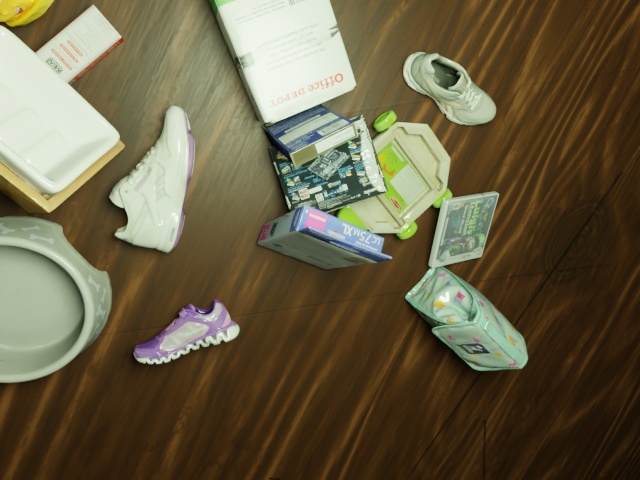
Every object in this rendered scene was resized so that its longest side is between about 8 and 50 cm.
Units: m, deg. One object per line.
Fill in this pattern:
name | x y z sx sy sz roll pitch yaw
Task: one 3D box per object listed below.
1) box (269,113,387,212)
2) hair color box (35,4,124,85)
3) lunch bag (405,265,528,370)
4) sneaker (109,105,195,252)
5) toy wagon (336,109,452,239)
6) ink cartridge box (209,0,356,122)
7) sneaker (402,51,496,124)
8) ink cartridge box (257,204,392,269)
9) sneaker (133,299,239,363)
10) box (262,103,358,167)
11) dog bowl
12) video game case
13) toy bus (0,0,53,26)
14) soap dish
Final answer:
box | 0.018 -0.154 0.982 0.220 0.051 0.175 -18 94 9
hair color box | -0.454 -0.368 0.849 0.141 0.043 0.072 -41 112 -3
lunch bag | 0.372 0.206 1.128 0.223 0.262 0.160 42 91 -23
sneaker | -0.341 -0.125 0.909 0.152 0.114 0.306 10 102 -20
toy wagon | 0.151 -0.126 1.078 0.344 0.068 0.267 -43 111 -1
ink cartridge box | -0.080 -0.409 0.902 0.211 0.121 0.290 -24 110 -9
sneaker | 0.317 -0.344 1.036 0.262 0.121 0.099 23 99 -20
ink cartridge box | 0.000 0.000 0.942 0.185 0.311 0.065 21 78 -20
sneaker | -0.312 0.203 1.028 0.236 0.095 0.105 -18 102 -16
box | -0.030 -0.226 0.919 0.136 0.225 0.037 -28 125 -7
dog bowl | -0.618 0.129 0.908 0.348 0.102 0.349 -4 107 -14
video game case | 0.368 -0.027 1.152 0.173 0.022 0.191 -10 122 -24
toy bus | -0.569 -0.446 0.685 0.149 0.211 0.220 -12 116 30
soap dish | -0.531 -0.205 0.781 0.118 0.229 0.291 -27 118 34
